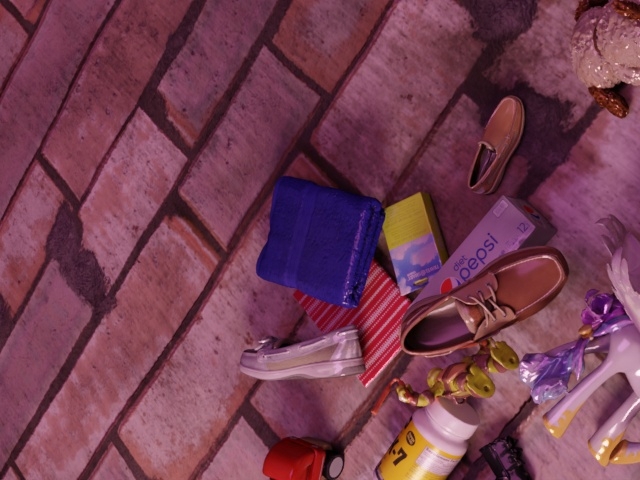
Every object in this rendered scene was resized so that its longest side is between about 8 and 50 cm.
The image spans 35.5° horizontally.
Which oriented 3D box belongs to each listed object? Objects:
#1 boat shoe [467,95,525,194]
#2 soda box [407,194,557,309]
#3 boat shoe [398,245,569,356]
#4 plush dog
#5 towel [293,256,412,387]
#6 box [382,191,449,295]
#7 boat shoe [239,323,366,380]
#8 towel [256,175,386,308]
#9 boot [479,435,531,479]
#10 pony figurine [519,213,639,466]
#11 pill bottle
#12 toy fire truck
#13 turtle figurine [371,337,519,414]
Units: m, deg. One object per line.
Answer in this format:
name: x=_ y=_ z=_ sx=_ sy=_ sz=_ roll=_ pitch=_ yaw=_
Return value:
boat shoe: x=0.319 y=-0.176 z=1.830 sx=0.068 sy=0.072 sz=0.190 roll=21 pitch=98 yaw=37
soda box: x=0.291 y=0.054 z=1.813 sx=0.091 sy=0.098 sz=0.286 roll=49 pitch=115 yaw=28
boat shoe: x=0.274 y=0.117 z=1.703 sx=0.324 sy=0.116 sz=0.123 roll=-33 pitch=91 yaw=22
plush dog: x=0.502 y=-0.329 z=1.652 sx=0.225 sy=0.211 sz=0.262 roll=-21 pitch=69 yaw=62
towel: x=0.074 y=0.131 z=2.015 sx=0.199 sy=0.031 sz=0.275 roll=-52 pitch=59 yaw=22
box: x=0.184 y=0.008 z=1.935 sx=0.109 sy=0.042 sz=0.178 roll=-26 pitch=71 yaw=34
boat shoe: x=-0.042 y=0.227 z=2.025 sx=0.320 sy=0.118 sz=0.103 roll=-8 pitch=85 yaw=46
towel: x=0.000 y=0.000 z=2.029 sx=0.308 sy=0.076 sz=0.227 roll=17 pitch=95 yaw=50
boot: x=0.316 y=0.415 z=1.793 sx=0.121 sy=0.045 sz=0.099 roll=-34 pitch=68 yaw=22
pony figurine: x=0.497 y=0.168 z=1.569 sx=0.363 sy=0.303 sz=0.351 roll=-40 pitch=95 yaw=24
pill bottle: x=0.197 y=0.385 z=1.841 sx=0.119 sy=0.119 sz=0.208 roll=43 pitch=111 yaw=32
toy fire truck: x=-0.098 y=0.502 z=1.975 sx=0.158 sy=0.246 sz=0.217 roll=13 pitch=94 yaw=37
turtle figurine: x=0.232 y=0.243 z=1.725 sx=0.087 sy=0.270 sz=0.217 roll=65 pitch=154 yaw=0
